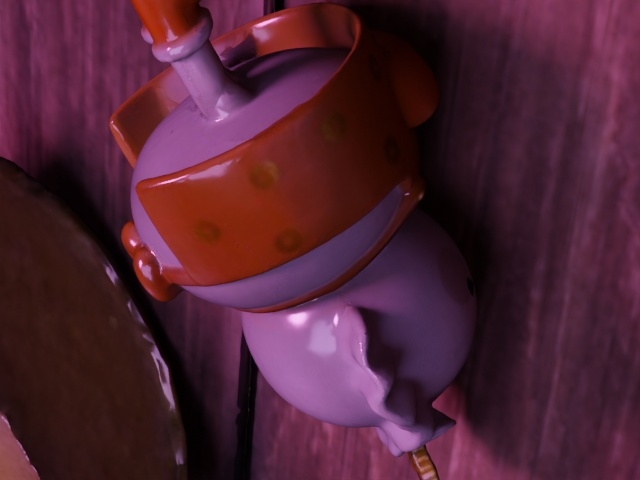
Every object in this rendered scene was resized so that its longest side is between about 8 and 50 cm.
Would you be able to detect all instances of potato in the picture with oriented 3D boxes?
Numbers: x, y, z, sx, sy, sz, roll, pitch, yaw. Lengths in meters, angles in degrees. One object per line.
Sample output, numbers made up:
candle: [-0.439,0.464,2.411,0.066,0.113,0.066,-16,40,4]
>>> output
potato: [-0.211,0.081,0.861,0.255,0.112,0.269,-14,107,40]

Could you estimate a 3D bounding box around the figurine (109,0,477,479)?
figurine: [-0.010,0.002,0.674,0.143,0.143,0.271,3,118,30]
